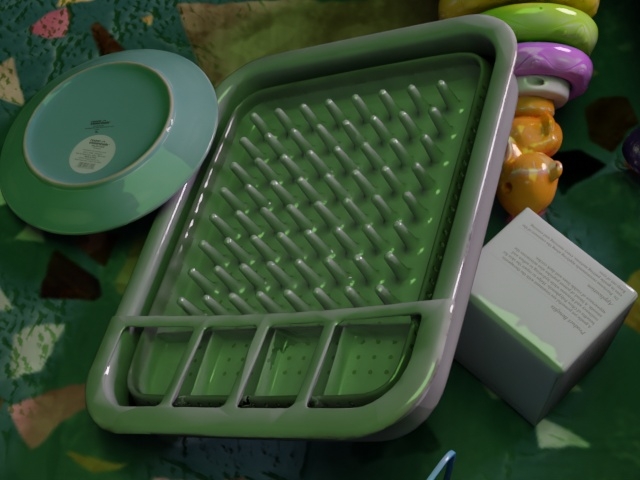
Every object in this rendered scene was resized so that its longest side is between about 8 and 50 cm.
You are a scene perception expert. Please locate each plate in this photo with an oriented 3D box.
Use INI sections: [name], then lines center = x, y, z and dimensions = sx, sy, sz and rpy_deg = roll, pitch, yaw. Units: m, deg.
[plate]
center = -0.172, -0.087, 0.950
dimensions = 0.188, 0.024, 0.188
rpy_deg = -9, 54, 12

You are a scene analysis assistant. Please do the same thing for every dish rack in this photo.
[dish rack]
center = 0.000, 0.000, 0.847
dimensions = 0.286, 0.072, 0.332
rpy_deg = -6, 53, 36

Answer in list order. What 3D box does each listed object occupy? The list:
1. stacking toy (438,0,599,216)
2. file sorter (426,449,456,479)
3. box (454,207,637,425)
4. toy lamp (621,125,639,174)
[stacking toy]
center = 0.162, -0.162, 0.961
dimensions = 0.166, 0.175, 0.301
rpy_deg = 10, 71, -39
[file sorter]
center = 0.114, 0.231, 0.748
dimensions = 0.170, 0.104, 0.118
rpy_deg = 34, 66, 17
[box]
center = 0.149, 0.055, 0.851
dimensions = 0.101, 0.102, 0.087
rpy_deg = 40, 66, 20
[toy lamp]
center = 0.284, 0.036, 0.876
dimensions = 0.080, 0.080, 0.274
rpy_deg = -7, 59, -4
